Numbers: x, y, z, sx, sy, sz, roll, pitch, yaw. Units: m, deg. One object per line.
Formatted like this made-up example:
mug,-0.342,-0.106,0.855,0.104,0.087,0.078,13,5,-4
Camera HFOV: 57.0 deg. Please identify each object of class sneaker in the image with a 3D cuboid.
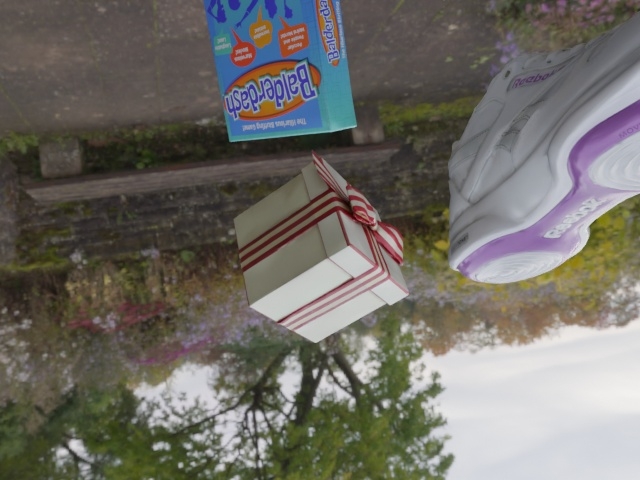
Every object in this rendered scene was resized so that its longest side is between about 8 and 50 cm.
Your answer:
sneaker,0.158,-0.085,0.365,0.114,0.152,0.305,6,155,-18

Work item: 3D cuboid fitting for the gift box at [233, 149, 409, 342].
gift box,0.000,0.000,1.136,0.258,0.276,0.255,-31,144,19

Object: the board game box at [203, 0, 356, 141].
board game box,-0.049,-0.216,0.623,0.160,0.210,0.047,3,-162,42
